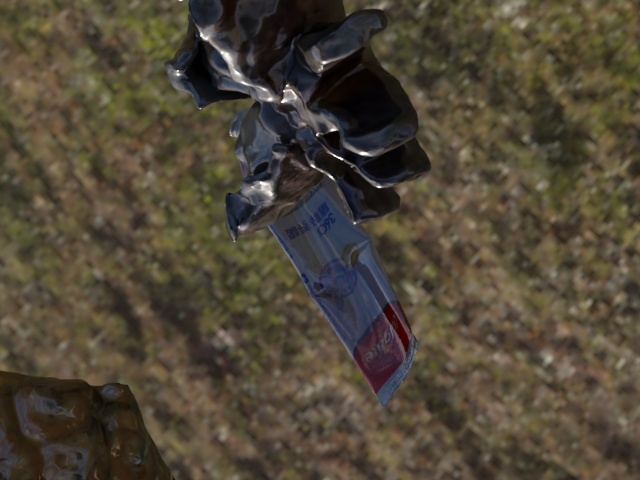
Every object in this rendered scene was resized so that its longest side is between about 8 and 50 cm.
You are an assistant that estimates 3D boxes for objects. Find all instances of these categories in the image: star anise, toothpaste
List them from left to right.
[{"bbox_3d":[-0.027,-0.089,0.981,0.198,0.111,0.257,54,161,2],"label":"star anise"},{"bbox_3d":[0.000,0.000,1.438,0.075,0.048,0.301,-43,57,18],"label":"toothpaste"}]

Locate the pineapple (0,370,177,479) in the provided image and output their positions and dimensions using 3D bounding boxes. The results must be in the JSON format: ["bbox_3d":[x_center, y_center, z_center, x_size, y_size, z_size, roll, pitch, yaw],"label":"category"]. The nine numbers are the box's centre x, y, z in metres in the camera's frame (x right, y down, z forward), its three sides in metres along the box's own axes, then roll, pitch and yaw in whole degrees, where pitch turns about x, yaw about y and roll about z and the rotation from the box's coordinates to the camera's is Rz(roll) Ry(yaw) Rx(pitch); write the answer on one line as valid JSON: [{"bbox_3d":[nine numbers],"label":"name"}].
[{"bbox_3d":[-0.196,0.245,0.839,0.202,0.362,0.202,12,159,5],"label":"pineapple"}]
